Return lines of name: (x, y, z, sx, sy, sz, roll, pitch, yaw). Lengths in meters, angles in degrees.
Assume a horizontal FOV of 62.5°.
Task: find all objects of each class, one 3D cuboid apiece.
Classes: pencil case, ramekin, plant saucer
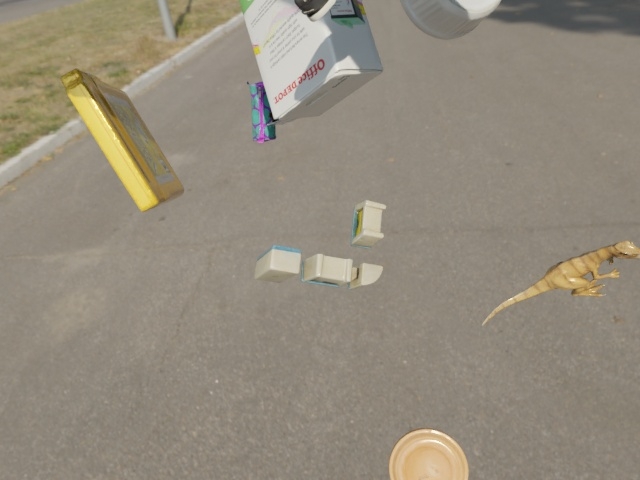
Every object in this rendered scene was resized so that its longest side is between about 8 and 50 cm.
pencil case: (-0.148, -0.328, 1.341, 0.065, 0.151, 0.070, -1, 18, 5)
ramekin: (0.331, -0.642, 1.284, 0.273, 0.272, 0.127, -19, 12, -18)
plant saucer: (0.115, 0.244, 0.561, 0.084, 0.083, 0.013, -3, -8, 8)

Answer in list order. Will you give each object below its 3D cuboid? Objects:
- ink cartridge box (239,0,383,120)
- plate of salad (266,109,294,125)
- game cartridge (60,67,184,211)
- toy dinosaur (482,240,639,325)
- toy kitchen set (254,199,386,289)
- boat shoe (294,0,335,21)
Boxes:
ink cartridge box: (-0.027, -0.385, 0.954, 0.117, 0.278, 0.201, -14, -4, -38)
plate of salad: (-0.041, -0.324, 1.249, 0.200, 0.048, 0.200, -23, 17, 8)
game cartridge: (-0.398, -0.204, 1.112, 0.053, 0.285, 0.323, -30, 11, -2)
toy dinosaur: (0.325, 0.051, 0.717, 0.212, 0.112, 0.064, -37, 52, 31)
toy kitchen set: (0.000, 0.000, 0.980, 0.207, 0.165, 0.122, 11, -16, -18)
boat shoe: (0.017, -0.327, 0.638, 0.125, 0.038, 0.046, -47, 42, 12)
